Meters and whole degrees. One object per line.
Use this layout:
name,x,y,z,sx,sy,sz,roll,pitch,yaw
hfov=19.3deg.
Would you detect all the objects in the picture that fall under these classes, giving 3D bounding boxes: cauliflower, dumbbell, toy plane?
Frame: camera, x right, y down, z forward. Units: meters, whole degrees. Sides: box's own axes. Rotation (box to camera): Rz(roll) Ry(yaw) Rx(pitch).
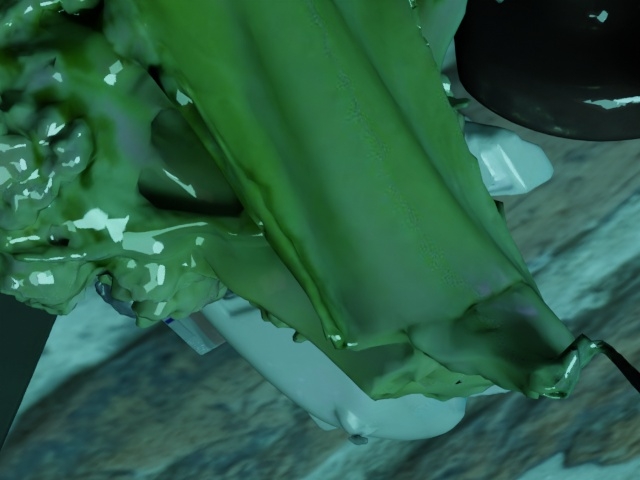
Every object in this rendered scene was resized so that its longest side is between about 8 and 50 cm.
cauliflower,-0.005,-0.033,0.627,0.256,0.315,0.239,-5,140,-46
dumbbell,0.118,-0.158,0.755,0.124,0.140,0.225,-1,136,-1
toy plane,-0.008,-0.002,0.862,0.252,0.118,0.252,15,136,14

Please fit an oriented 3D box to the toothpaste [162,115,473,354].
toothpaste,0.000,0.000,0.954,0.194,0.043,0.067,-28,134,18

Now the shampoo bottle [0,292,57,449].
shampoo bottle,-0.185,0.050,0.901,0.079,0.080,0.246,5,132,-27
